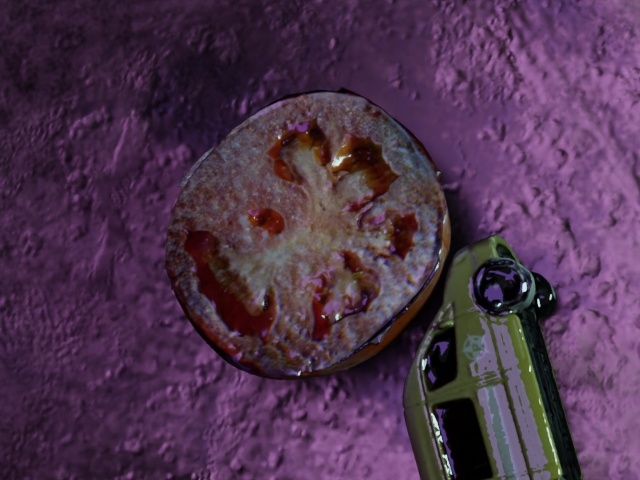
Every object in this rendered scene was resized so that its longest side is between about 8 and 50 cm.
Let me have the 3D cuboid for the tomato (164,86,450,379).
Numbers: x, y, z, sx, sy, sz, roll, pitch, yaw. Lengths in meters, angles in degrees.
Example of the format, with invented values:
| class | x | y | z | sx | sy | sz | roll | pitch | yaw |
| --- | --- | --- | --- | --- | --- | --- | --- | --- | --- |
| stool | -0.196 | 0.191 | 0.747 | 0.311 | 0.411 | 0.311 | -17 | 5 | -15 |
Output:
| class | x | y | z | sx | sy | sz | roll | pitch | yaw |
| --- | --- | --- | --- | --- | --- | --- | --- | --- | --- |
| tomato | 0.000 | 0.003 | 1.315 | 0.225 | 0.085 | 0.225 | -9 | 66 | 21 |

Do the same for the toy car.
| class | x | y | z | sx | sy | sz | roll | pitch | yaw |
| --- | --- | --- | --- | --- | --- | --- | --- | --- | --- |
| toy car | 0.123 | 0.130 | 1.258 | 0.124 | 0.101 | 0.256 | -18 | 77 | 14 |
